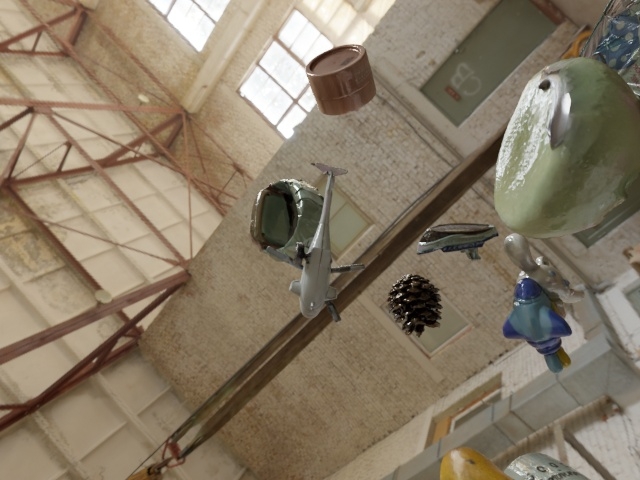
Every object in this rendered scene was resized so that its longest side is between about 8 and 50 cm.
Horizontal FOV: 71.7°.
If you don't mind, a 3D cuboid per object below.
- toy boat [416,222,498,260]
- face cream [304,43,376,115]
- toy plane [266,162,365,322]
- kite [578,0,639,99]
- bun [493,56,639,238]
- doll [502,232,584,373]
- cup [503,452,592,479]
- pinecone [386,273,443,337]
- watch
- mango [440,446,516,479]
[{"bbox_3d":[0.441,0.012,1.430,0.262,0.115,0.114,-2,-160,0],"label":"toy boat"},{"bbox_3d":[0.048,-0.380,1.046,0.149,0.149,0.104,-104,-8,-49],"label":"face cream"},{"bbox_3d":[0.011,0.001,0.790,0.182,0.273,0.107,27,177,-3],"label":"toy plane"},{"bbox_3d":[0.639,-0.409,0.869,0.012,0.335,0.314,-7,-177,-21],"label":"kite"},{"bbox_3d":[0.394,-0.130,0.683,0.179,0.283,0.283,11,-152,3],"label":"bun"},{"bbox_3d":[0.712,0.206,1.406,0.376,0.187,0.365,25,-120,-6],"label":"doll"},{"bbox_3d":[0.441,0.537,0.820,0.258,0.234,0.186,-3,-95,-13],"label":"cup"},{"bbox_3d":[0.322,0.216,1.481,0.204,0.184,0.179,60,174,31],"label":"pinecone"},{"bbox_3d":[-0.081,-0.062,1.233,0.162,0.241,0.253,16,-114,-31],"label":"watch"},{"bbox_3d":[0.262,0.377,0.532,0.295,0.120,0.177,23,179,40],"label":"mango"}]
